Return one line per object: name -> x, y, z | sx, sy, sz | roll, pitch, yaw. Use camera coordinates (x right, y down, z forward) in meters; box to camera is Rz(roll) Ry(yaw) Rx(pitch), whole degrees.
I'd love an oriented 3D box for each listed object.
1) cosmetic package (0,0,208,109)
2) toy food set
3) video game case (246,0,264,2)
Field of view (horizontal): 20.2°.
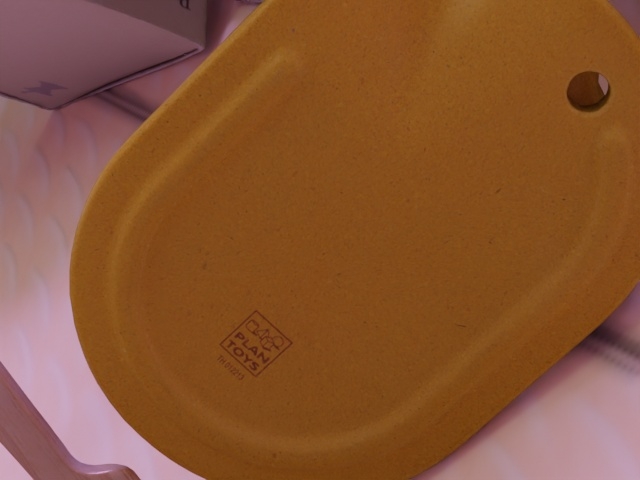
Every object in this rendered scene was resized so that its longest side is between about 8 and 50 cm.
cosmetic package -> -0.136, -0.227, 0.806 | 0.129, 0.153, 0.296 | -13, 70, 46
toy food set -> 0.000, 0.000, 0.517 | 0.218, 0.128, 0.071 | -42, 13, 17
video game case -> 0.037, -0.154, 0.737 | 0.143, 0.019, 0.157 | -55, 32, -11
